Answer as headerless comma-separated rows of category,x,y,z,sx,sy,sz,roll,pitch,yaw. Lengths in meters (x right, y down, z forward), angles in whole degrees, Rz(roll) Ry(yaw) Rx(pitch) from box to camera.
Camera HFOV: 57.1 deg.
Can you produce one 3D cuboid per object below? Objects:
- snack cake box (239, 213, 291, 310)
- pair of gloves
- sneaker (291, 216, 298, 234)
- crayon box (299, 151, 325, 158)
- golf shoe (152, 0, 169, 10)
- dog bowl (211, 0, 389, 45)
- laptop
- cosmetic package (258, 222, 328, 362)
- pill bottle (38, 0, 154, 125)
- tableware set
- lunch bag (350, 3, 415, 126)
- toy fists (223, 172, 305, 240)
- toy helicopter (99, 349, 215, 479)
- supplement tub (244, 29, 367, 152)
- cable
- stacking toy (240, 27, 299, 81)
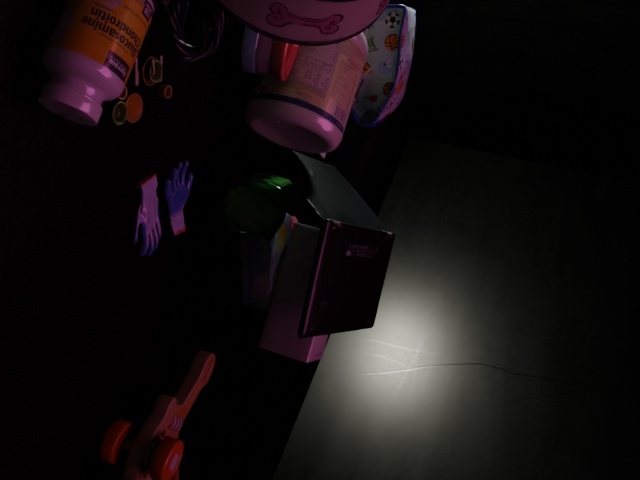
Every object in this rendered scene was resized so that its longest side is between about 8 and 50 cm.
snack cake box,-0.150,0.048,1.640,0.152,0.089,0.264,-61,160,-48
pair of gloves,-0.296,-0.061,1.113,0.198,0.023,0.159,-52,152,-59
sneaker,-0.101,0.020,1.810,0.128,0.087,0.221,-44,147,-62
crayon box,-0.015,-0.417,1.631,0.203,0.083,0.322,35,71,-62
golf shoe,-0.264,-0.409,0.811,0.198,0.077,0.093,77,19,-75
dog bowl,-0.023,-0.519,0.893,0.150,0.408,0.407,-20,-131,65
laptop,0.000,0.000,1.451,0.382,0.236,0.407,8,95,-60
cosmetic package,-0.035,0.151,1.690,0.197,0.155,0.365,27,77,-76
pill bottle,-0.294,-0.248,0.766,0.103,0.103,0.184,53,52,-72
tableware set,-0.289,-0.243,0.954,0.154,0.024,0.104,-48,150,-62
lunch bag,0.190,-0.597,2.011,0.328,0.239,0.385,-49,143,-64
toy fists,-0.141,-0.090,1.441,0.096,0.142,0.279,-67,171,31
toy helicopter,-0.314,0.393,1.273,0.355,0.140,0.235,-63,163,-48
supplement tub,-0.025,-0.393,1.381,0.235,0.236,0.324,47,59,-73
cable,-0.215,-0.406,1.026,0.150,0.047,0.184,7,98,-76
stacking toy,-0.097,-0.487,1.131,0.309,0.130,0.279,101,4,-67
